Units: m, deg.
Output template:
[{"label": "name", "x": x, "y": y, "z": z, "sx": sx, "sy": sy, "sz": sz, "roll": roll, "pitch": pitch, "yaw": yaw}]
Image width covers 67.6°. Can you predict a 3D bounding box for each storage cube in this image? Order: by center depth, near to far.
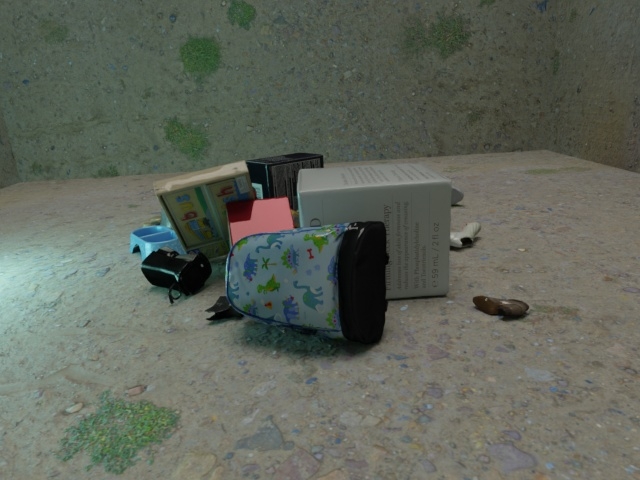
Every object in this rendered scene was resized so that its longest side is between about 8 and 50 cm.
[{"label": "storage cube", "x": -0.183, "y": -0.003, "z": 1.478, "sx": 0.194, "sy": 0.183, "sz": 0.214, "roll": -8, "pitch": 56, "yaw": -12}]

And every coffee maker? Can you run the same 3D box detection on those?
[{"label": "coffee maker", "x": -0.449, "y": 0.095, "z": 1.434, "sx": 0.179, "sy": 0.120, "sz": 0.171, "roll": 7, "pitch": 21, "yaw": 31}]

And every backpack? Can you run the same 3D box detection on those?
[{"label": "backpack", "x": -0.048, "y": 0.089, "z": 1.131, "sx": 0.356, "sy": 0.289, "sz": 0.274, "roll": 4, "pitch": 0, "yaw": 39}]

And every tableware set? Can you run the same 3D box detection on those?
[{"label": "tableware set", "x": -0.732, "y": -0.080, "z": 2.185, "sx": 0.169, "sy": 0.019, "sz": 0.141, "roll": 5, "pitch": 22, "yaw": 17}]

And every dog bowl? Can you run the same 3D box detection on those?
[{"label": "dog bowl", "x": -0.620, "y": 0.007, "z": 1.811, "sx": 0.166, "sy": 0.073, "sz": 0.297, "roll": -17, "pitch": 22, "yaw": -35}]

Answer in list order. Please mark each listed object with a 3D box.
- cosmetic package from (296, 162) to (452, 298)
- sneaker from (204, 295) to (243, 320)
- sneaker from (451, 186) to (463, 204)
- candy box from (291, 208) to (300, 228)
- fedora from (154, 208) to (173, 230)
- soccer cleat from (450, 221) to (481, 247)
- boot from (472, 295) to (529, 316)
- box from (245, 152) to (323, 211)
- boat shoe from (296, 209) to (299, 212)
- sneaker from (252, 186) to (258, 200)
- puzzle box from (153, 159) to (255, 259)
[{"label": "cosmetic package", "x": 0.140, "y": -0.036, "z": 1.396, "sx": 0.395, "sy": 0.328, "sz": 0.327, "roll": -5, "pitch": 19, "yaw": -1}, {"label": "sneaker", "x": -0.240, "y": 0.166, "z": 1.288, "sx": 0.089, "sy": 0.051, "sz": 0.170, "roll": 4, "pitch": 22, "yaw": 7}, {"label": "sneaker", "x": 0.566, "y": -0.237, "z": 2.305, "sx": 0.269, "sy": 0.101, "sz": 0.153, "roll": 4, "pitch": 22, "yaw": 30}, {"label": "candy box", "x": -0.049, "y": -0.060, "z": 1.810, "sx": 0.187, "sy": 0.053, "sz": 0.109, "roll": 24, "pitch": 5, "yaw": -26}, {"label": "fedora", "x": -0.586, "y": -0.109, "z": 2.068, "sx": 0.244, "sy": 0.124, "sz": 0.276, "roll": 13, "pitch": 24, "yaw": 30}, {"label": "soccer cleat", "x": 0.522, "y": -0.014, "z": 1.702, "sx": 0.196, "sy": 0.068, "sz": 0.076, "roll": -19, "pitch": 39, "yaw": -37}, {"label": "boot", "x": 0.458, "y": 0.162, "z": 1.206, "sx": 0.087, "sy": 0.041, "sz": 0.118, "roll": -6, "pitch": 18, "yaw": -30}, {"label": "box", "x": -0.144, "y": -0.208, "z": 2.036, "sx": 0.294, "sy": 0.295, "sz": 0.183, "roll": -16, "pitch": 21, "yaw": -37}, {"label": "boat shoe", "x": 0.039, "y": -0.100, "z": 1.969, "sx": 0.325, "sy": 0.116, "sz": 0.097, "roll": -5, "pitch": 13, "yaw": -18}, {"label": "sneaker", "x": -0.322, "y": -0.071, "z": 1.681, "sx": 0.276, "sy": 0.135, "sz": 0.098, "roll": -35, "pitch": 32, "yaw": -8}, {"label": "puzzle box", "x": -0.335, "y": -0.076, "z": 1.523, "sx": 0.273, "sy": 0.408, "sz": 0.052, "roll": -15, "pitch": 59, "yaw": -7}]
